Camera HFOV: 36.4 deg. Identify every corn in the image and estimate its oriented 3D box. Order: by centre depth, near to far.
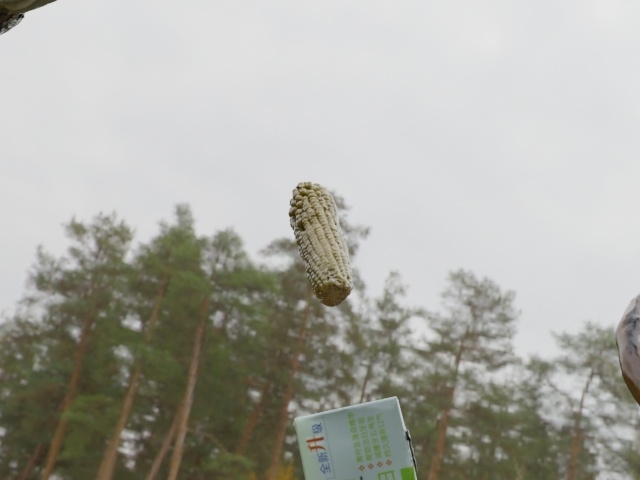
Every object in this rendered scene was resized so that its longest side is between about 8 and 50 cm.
[{"bbox_3d":[0.000,0.000,1.766,0.097,0.320,0.097,-6,-53,-8],"label":"corn"}]

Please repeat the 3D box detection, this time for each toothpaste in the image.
[{"bbox_3d":[0.054,0.280,0.657,0.081,0.336,0.067,-12,-22,-1],"label":"toothpaste"}]

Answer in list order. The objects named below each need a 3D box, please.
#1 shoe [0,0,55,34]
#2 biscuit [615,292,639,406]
[{"bbox_3d":[-0.406,-0.301,1.234,0.227,0.099,0.125,-5,-27,8],"label":"shoe"},{"bbox_3d":[0.302,0.095,0.661,0.212,0.212,0.036,13,-53,5],"label":"biscuit"}]
